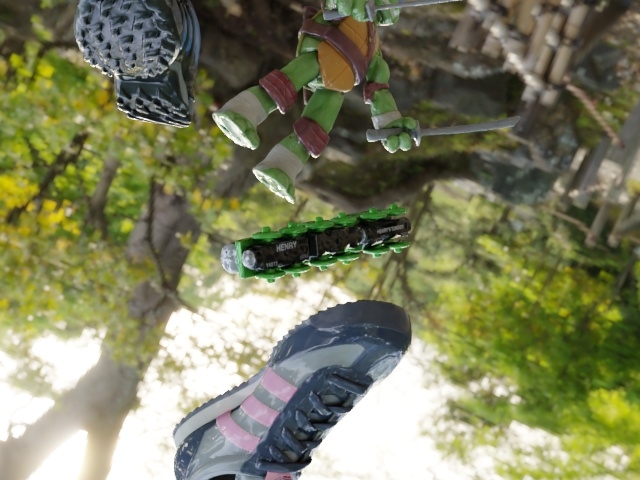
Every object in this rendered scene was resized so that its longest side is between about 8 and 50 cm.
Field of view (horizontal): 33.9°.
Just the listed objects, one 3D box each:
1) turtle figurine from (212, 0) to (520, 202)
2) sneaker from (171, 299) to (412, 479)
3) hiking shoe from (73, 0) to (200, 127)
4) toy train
[{"bbox_3d":[0.039,-0.166,1.131,0.275,0.266,0.198,40,168,16],"label":"turtle figurine"},{"bbox_3d":[-0.024,0.180,0.985,0.112,0.319,0.131,24,-140,-30],"label":"sneaker"},{"bbox_3d":[-0.194,-0.239,1.145,0.113,0.132,0.304,6,162,-1],"label":"hiking shoe"},{"bbox_3d":[0.000,0.000,0.345,0.024,0.017,0.083,0,-173,40],"label":"toy train"}]
